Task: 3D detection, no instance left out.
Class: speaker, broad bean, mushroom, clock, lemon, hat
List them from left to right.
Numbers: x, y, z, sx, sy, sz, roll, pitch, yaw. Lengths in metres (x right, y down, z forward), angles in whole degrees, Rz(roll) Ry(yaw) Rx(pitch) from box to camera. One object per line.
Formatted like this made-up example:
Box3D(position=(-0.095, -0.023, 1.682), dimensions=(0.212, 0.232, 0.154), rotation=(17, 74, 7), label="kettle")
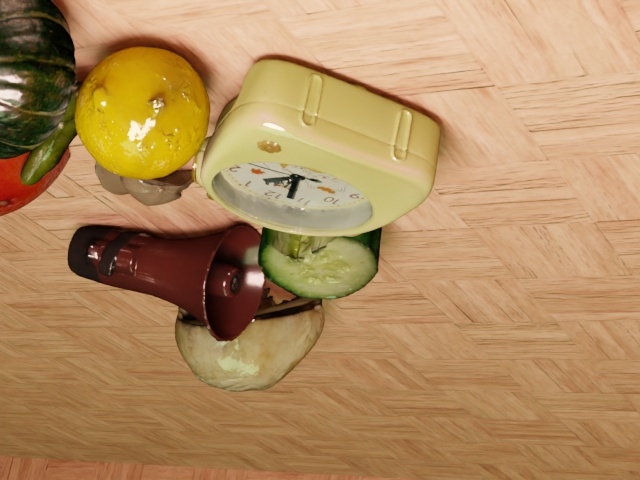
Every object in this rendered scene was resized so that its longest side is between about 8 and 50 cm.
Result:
Box3D(position=(-0.367, -0.156, 1.805), dimensions=(0.049, 0.144, 0.292), rotation=(45, 164, -2), label="broad bean")
Box3D(position=(-0.276, -0.083, 1.993), dimensions=(0.147, 0.085, 0.175), rotation=(24, 153, -32), label="hat")
Box3D(position=(-0.227, -0.162, 1.670), dimensions=(0.174, 0.173, 0.206), rotation=(9, 167, 3), label="lemon")
Box3D(position=(-0.246, 0.034, 2.259), dimensions=(0.330, 0.198, 0.259), rotation=(14, -157, 33), label="speaker")
Box3D(position=(-0.117, 0.189, 2.350), dimensions=(0.267, 0.164, 0.190), rotation=(-11, -166, -27), label="mushroom")
Box3D(position=(-0.027, -0.106, 1.783), dimensions=(0.286, 0.117, 0.348), rotation=(19, 157, -21), label="clock")

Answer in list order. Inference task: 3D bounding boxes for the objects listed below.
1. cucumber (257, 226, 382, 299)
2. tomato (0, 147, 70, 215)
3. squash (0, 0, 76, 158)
Box3D(position=(0.007, 0.004, 2.026), dimensions=(0.191, 0.130, 0.191), rotation=(5, 156, 2), label="cucumber")
Box3D(position=(-0.570, -0.117, 1.978), dimensions=(0.339, 0.143, 0.338), rotation=(8, 156, 4), label="tomato")
Box3D(position=(-0.392, -0.208, 1.579), dimensions=(0.172, 0.218, 0.218), rotation=(13, 160, -30), label="squash")
